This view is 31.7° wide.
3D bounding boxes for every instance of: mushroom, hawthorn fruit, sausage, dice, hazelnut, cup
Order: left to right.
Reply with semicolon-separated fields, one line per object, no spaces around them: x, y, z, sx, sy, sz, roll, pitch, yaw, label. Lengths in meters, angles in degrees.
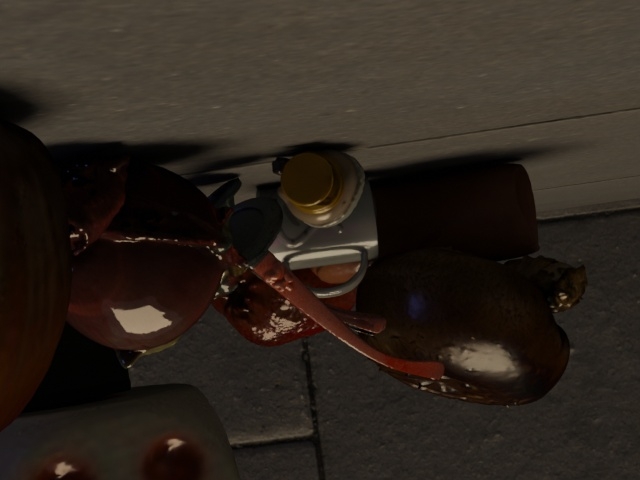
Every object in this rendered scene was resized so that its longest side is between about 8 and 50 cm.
-0.224;0.028;0.608;0.210;0.186;0.210;-10;177;0;hazelnut
-0.242;0.290;1.164;0.259;0.251;0.243;-8;179;-28;dice
-0.035;0.042;1.596;0.205;0.205;0.253;-10;-176;43;hawthorn fruit
-0.001;-0.010;1.270;0.133;0.099;0.136;-7;-150;-2;cup
0.117;-0.019;1.401;0.304;0.121;0.121;-9;177;25;sausage
0.177;0.105;1.327;0.278;0.163;0.297;-10;153;26;mushroom

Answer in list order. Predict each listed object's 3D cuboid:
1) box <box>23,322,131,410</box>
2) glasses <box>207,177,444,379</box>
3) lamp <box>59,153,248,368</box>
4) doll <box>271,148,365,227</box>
-0.383;0.084;1.239;0.251;0.204;0.345;-7;177;-26;box
-0.024;0.063;1.108;0.118;0.268;0.234;-48;-159;-6;glasses
-0.175;0.000;0.896;0.215;0.151;0.223;-15;131;27;lamp
-0.005;-0.051;1.013;0.084;0.073;0.127;26;-178;15;doll
